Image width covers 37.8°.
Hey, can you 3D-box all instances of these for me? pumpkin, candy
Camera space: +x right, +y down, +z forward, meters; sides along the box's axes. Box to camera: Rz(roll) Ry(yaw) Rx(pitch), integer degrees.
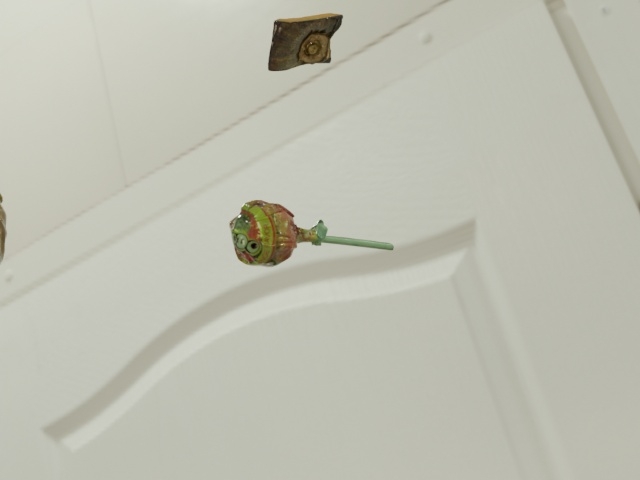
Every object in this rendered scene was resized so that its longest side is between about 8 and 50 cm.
[{"bbox_3d":[-0.025,-0.262,1.216,0.101,0.035,0.073,-10,-46,-28],"label":"pumpkin"},{"bbox_3d":[0.000,0.000,0.879,0.201,0.060,0.060,5,-31,-44],"label":"candy"}]

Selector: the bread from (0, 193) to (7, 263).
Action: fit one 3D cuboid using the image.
[{"bbox_3d":[-0.436,0.012,0.949,0.222,0.181,0.096,6,-45,-20],"label":"bread"}]
